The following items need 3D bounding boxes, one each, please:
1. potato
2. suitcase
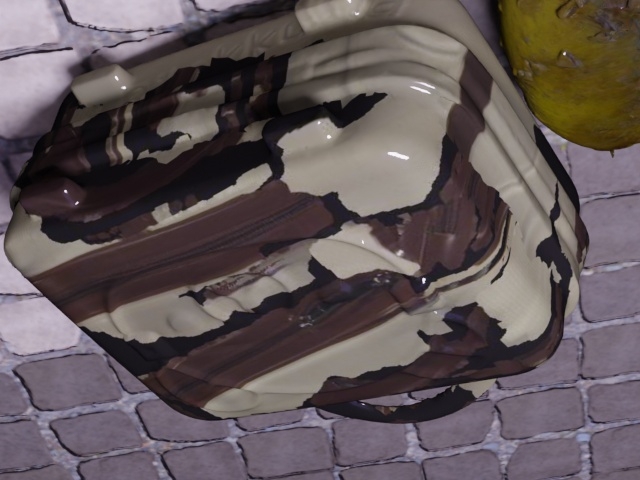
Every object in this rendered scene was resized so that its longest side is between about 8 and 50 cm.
[{"bbox_3d":[0.190,-0.143,0.868,0.149,0.113,0.251,-6,139,7],"label":"potato"},{"bbox_3d":[0.000,0.000,0.942,0.352,0.194,0.339,-13,137,30],"label":"suitcase"}]
